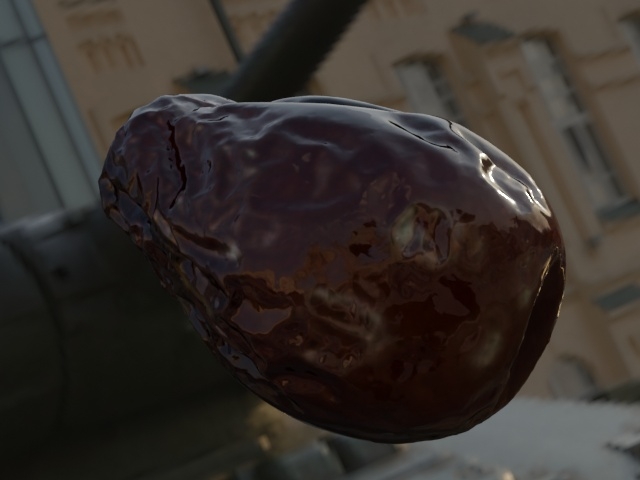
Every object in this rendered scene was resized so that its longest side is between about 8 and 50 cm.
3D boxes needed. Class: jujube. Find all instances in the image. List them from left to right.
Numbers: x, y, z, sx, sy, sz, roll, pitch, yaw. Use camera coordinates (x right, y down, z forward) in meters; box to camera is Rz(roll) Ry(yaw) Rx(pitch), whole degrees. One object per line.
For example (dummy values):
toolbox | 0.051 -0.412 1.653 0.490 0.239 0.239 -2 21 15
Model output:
jujube | 0.000 0.000 0.890 0.168 0.236 0.168 -45 -29 -34
